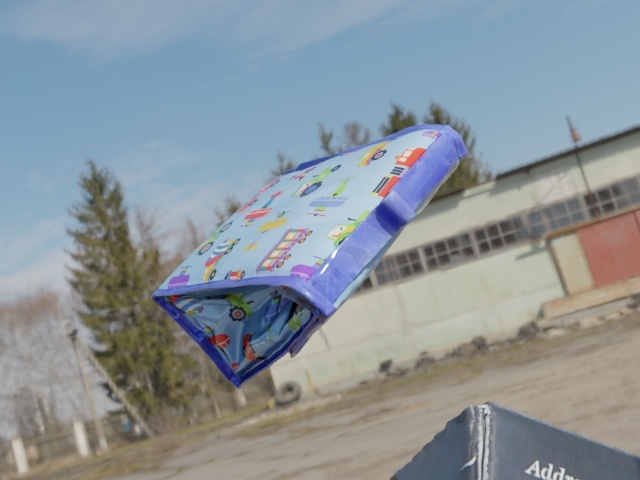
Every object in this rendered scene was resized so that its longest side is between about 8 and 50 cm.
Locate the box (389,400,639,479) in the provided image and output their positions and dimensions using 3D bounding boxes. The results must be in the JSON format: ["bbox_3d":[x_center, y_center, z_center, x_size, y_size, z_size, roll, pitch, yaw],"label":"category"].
[{"bbox_3d":[0.231,0.429,0.543,0.480,0.472,0.297,21,-41,-9],"label":"box"}]

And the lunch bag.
[{"bbox_3d":[0.000,0.000,0.819,0.221,0.138,0.293,-46,8,-29],"label":"lunch bag"}]
